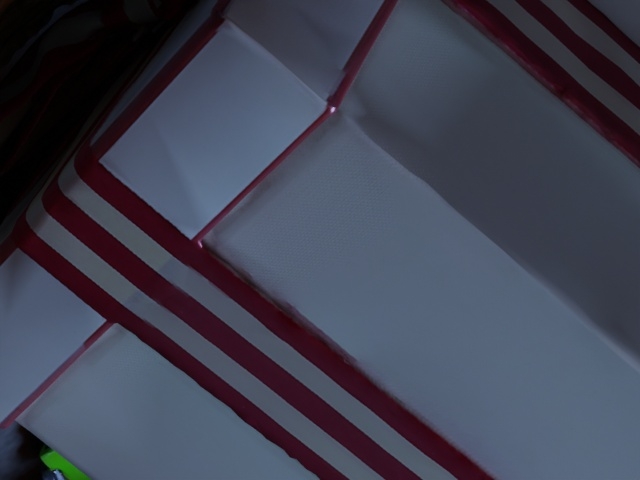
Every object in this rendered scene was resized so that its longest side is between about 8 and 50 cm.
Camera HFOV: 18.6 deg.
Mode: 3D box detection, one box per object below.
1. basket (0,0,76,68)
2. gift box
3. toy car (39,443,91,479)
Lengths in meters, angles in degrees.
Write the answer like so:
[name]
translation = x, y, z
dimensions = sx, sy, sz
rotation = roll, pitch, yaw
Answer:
[basket]
translation = -0.149, -0.193, 0.696
dimensions = 0.299, 0.223, 0.213
rotation = -45, -178, 4
[gift box]
translation = 0.015, -0.026, 0.760
dimensions = 0.255, 0.258, 0.276
rotation = -43, -166, 37
[toy car]
translation = -0.098, 0.167, 1.206
dimensions = 0.239, 0.053, 0.225
rotation = -17, 136, 15
